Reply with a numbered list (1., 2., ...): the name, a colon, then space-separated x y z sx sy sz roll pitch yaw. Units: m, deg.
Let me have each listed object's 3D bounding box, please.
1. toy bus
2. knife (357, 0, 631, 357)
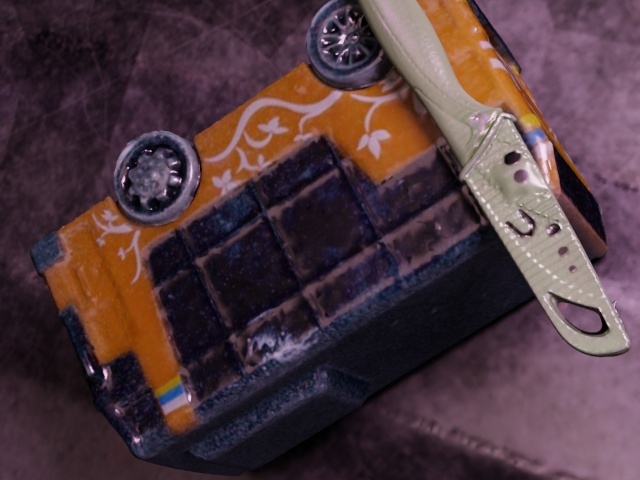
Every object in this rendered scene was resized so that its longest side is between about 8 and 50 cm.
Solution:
1. toy bus: 0.000 0.000 0.789 0.323 0.162 0.194 -34 65 13
2. knife: 0.083 -0.061 0.674 0.043 0.020 0.293 -31 67 10
